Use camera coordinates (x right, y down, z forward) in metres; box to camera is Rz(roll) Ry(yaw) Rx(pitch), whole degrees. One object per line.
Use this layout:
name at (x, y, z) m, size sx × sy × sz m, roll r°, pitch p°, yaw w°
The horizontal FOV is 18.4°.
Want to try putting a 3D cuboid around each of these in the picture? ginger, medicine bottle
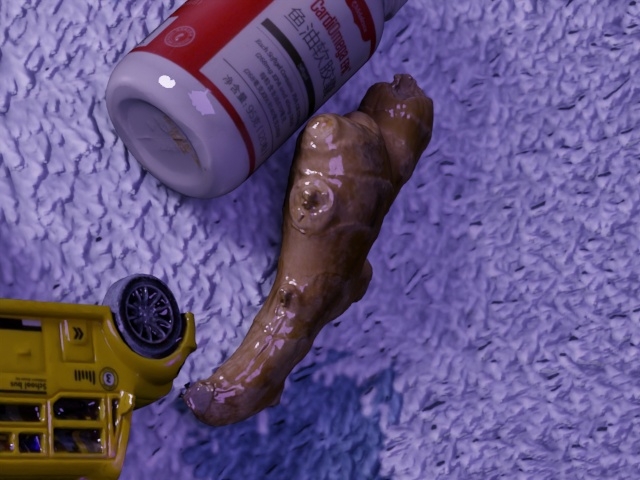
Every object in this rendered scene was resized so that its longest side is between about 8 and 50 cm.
ginger at (0.000, 0.000, 1.516) m, size 0.081 × 0.148 × 0.333 m, roll 19°, pitch 74°, yaw 18°
medicine bottle at (-0.042, -0.151, 1.515) m, size 0.131 × 0.131 × 0.250 m, roll 48°, pitch 64°, yaw -6°

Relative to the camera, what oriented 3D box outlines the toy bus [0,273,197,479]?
toy bus at (-0.238, 0.101, 1.308) m, size 0.331 × 0.145 × 0.151 m, roll 7°, pitch 69°, yaw -42°
